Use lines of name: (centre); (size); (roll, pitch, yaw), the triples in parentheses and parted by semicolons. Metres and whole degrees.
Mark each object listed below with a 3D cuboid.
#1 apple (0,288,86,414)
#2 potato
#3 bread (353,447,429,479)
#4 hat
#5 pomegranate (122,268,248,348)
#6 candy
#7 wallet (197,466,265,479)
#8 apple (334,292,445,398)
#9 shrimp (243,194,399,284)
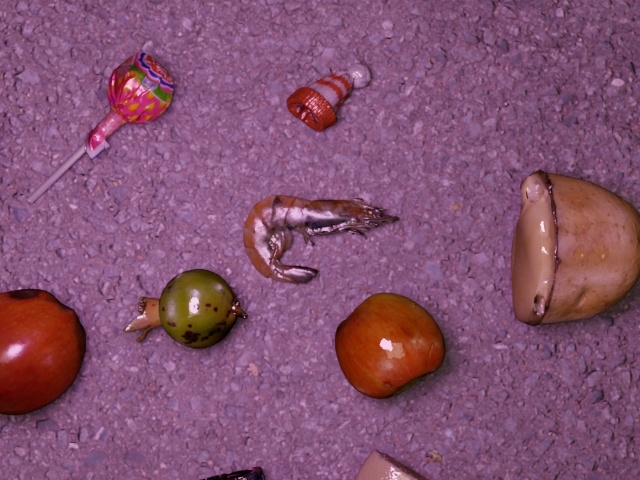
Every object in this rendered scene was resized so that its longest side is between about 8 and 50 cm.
apple: (-0.534, 0.194, 1.648); (0.230, 0.230, 0.229); (0, 87, 0)
potato: (0.472, 0.017, 1.663); (0.243, 0.242, 0.285); (3, 68, 0)
bread: (0.124, 0.474, 1.664); (0.148, 0.134, 0.141); (33, 88, -35)
hat: (0.026, -0.285, 1.737); (0.162, 0.112, 0.093); (-45, 116, -13)
pomegranate: (-0.250, 0.139, 1.682); (0.220, 0.156, 0.156); (-29, 87, 16)
candy: (-0.425, -0.200, 1.731); (0.365, 0.124, 0.124); (-42, 88, 6)
wallet: (-0.206, 0.555, 1.704); (0.262, 0.071, 0.220); (-15, 92, 2)
apple: (0.121, 0.187, 1.659); (0.196, 0.196, 0.195); (0, 87, 0)
shrimp: (0.000, 0.000, 1.738); (0.296, 0.058, 0.169); (2, 94, 3)
